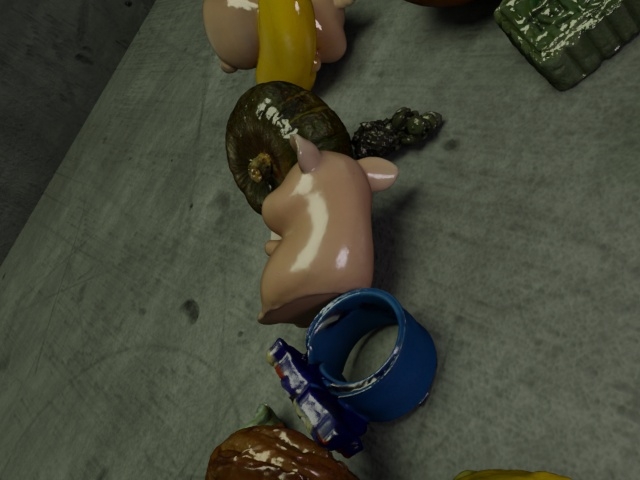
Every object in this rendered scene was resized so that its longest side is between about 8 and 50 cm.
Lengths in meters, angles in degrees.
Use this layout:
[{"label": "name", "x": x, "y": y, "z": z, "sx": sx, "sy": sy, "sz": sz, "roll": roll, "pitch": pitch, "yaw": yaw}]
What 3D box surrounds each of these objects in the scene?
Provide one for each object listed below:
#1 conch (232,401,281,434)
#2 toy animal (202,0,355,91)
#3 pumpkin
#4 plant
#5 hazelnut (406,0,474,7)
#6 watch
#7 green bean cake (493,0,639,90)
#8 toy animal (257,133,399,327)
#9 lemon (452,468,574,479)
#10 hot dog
[{"label": "conch", "x": -0.102, "y": 0.333, "z": 1.013, "sx": 0.116, "sy": 0.106, "sz": 0.173, "roll": -46, "pitch": 12, "yaw": 51}, {"label": "toy animal", "x": -0.075, "y": -0.462, "z": 1.485, "sx": 0.345, "sy": 0.277, "sz": 0.247, "roll": 14, "pitch": 46, "yaw": 41}, {"label": "pumpkin", "x": -0.066, "y": -0.146, "z": 1.194, "sx": 0.260, "sy": 0.260, "sz": 0.189, "roll": -5, "pitch": 24, "yaw": 47}, {"label": "plant", "x": 0.124, "y": -0.185, "z": 1.155, "sx": 0.174, "sy": 0.087, "sz": 0.085, "roll": -16, "pitch": 28, "yaw": 36}, {"label": "hazelnut", "x": 0.223, "y": -0.581, "z": 1.128, "sx": 0.315, "sy": 0.372, "sz": 0.372, "roll": -32, "pitch": 24, "yaw": -31}, {"label": "watch", "x": 0.055, "y": 0.171, "z": 0.917, "sx": 0.200, "sy": 0.171, "sz": 0.196, "roll": -44, "pitch": 49, "yaw": -1}, {"label": "green bean cake", "x": 0.368, "y": -0.336, "z": 0.979, "sx": 0.183, "sy": 0.094, "sz": 0.185, "roll": -39, "pitch": 45, "yaw": 21}, {"label": "toy animal", "x": -0.001, "y": -0.004, "z": 1.050, "sx": 0.213, "sy": 0.195, "sz": 0.256, "roll": -23, "pitch": 66, "yaw": 52}, {"label": "lemon", "x": 0.187, "y": 0.332, "z": 0.578, "sx": 0.233, "sy": 0.233, "sz": 0.288, "roll": -44, "pitch": 40, "yaw": 17}, {"label": "hot dog", "x": -0.049, "y": 0.417, "z": 0.810, "sx": 0.267, "sy": 0.174, "sz": 0.387, "roll": -5, "pitch": 80, "yaw": 42}]
